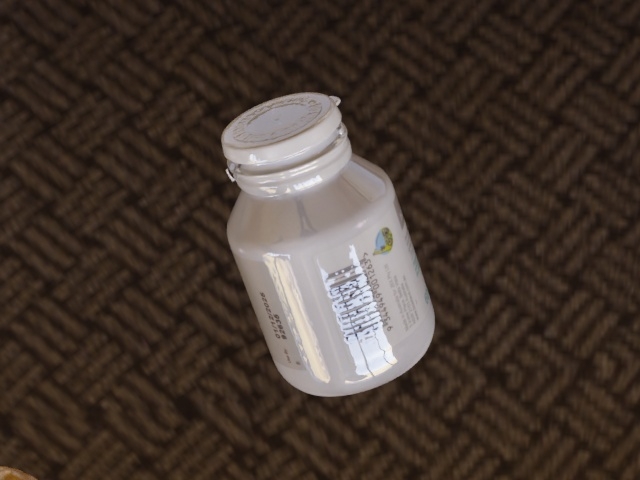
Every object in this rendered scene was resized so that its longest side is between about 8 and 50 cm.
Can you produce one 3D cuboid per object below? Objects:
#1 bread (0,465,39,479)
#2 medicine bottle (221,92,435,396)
[{"bbox_3d":[-0.117,0.220,1.059,0.133,0.174,0.252,-24,112,-14],"label":"bread"},{"bbox_3d":[0.000,0.000,1.459,0.135,0.215,0.135,-16,25,7],"label":"medicine bottle"}]
